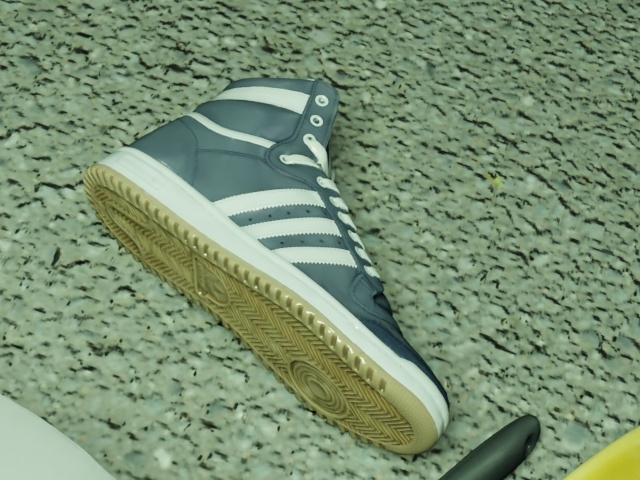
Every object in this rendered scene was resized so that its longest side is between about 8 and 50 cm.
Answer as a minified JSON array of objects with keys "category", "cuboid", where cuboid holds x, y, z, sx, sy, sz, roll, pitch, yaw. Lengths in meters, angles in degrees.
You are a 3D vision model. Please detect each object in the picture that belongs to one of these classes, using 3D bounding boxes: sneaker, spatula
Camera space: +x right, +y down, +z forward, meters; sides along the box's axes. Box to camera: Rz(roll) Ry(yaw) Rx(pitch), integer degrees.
[{"category":"sneaker","cuboid":[0.000,0.000,0.846,0.282,0.099,0.153,37,58,21]},{"category":"spatula","cuboid":[0.036,0.181,0.741,0.030,0.084,0.296,22,43,33]}]

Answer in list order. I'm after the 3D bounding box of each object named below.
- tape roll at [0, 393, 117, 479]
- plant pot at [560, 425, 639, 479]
[{"category":"tape roll","cuboid":[-0.154,0.157,0.624,0.219,0.219,0.072,30,53,12]},{"category":"plant pot","cuboid":[0.161,0.246,0.611,0.239,0.254,0.254,46,58,6]}]
